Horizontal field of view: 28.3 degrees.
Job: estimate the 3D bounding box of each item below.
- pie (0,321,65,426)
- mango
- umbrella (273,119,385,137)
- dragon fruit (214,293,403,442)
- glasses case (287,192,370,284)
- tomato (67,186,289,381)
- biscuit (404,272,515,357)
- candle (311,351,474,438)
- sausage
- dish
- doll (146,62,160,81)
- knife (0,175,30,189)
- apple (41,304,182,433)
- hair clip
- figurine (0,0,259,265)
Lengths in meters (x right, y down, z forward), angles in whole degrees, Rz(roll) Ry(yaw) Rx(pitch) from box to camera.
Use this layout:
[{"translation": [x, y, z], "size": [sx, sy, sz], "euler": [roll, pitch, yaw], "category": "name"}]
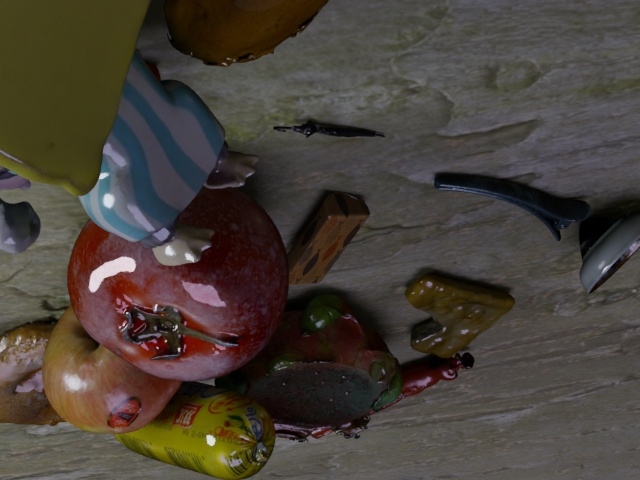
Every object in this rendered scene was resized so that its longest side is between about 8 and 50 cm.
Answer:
[{"translation": [-0.395, 0.207, 1.900], "size": [0.274, 0.069, 0.273], "euler": [-11, 147, -7], "category": "pie"}, {"translation": [-0.069, -0.262, 1.227], "size": [0.156, 0.151, 0.249], "euler": [41, 137, -10], "category": "mango"}, {"translation": [0.010, -0.133, 1.531], "size": [0.149, 0.022, 0.022], "euler": [1, 109, -28], "category": "umbrella"}, {"translation": [-0.020, 0.196, 1.905], "size": [0.295, 0.130, 0.268], "euler": [13, 141, -28], "category": "dragon fruit"}, {"translation": [0.000, 0.000, 1.701], "size": [0.065, 0.041, 0.170], "euler": [-2, 147, -29], "category": "glasses case"}, {"translation": [-0.167, 0.039, 1.557], "size": [0.270, 0.227, 0.270], "euler": [5, 133, 6], "category": "tomato"}, {"translation": [0.181, 0.116, 1.913], "size": [0.174, 0.039, 0.183], "euler": [11, 141, -28], "category": "biscuit"}, {"translation": [0.104, 0.254, 2.095], "size": [0.329, 0.048, 0.051], "euler": [-29, 100, 28], "category": "candle"}, {"translation": [-0.188, 0.261, 1.800], "size": [0.347, 0.123, 0.123], "euler": [6, 163, 46], "category": "sausage"}, {"translation": [0.396, -0.002, 1.766], "size": [0.141, 0.078, 0.141], "euler": [-41, 165, -14], "category": "dish"}, {"translation": [-0.254, -0.133, 1.436], "size": [0.104, 0.062, 0.195], "euler": [4, 140, -48], "category": "doll"}, {"translation": [-0.482, -0.136, 1.399], "size": [0.399, 0.038, 0.132], "euler": [20, 140, -36], "category": "knife"}, {"translation": [-0.279, 0.168, 1.737], "size": [0.210, 0.209, 0.164], "euler": [-16, 138, 11], "category": "apple"}, {"translation": [0.252, -0.057, 1.683], "size": [0.230, 0.039, 0.070], "euler": [19, 137, -27], "category": "hair clip"}, {"translation": [-0.317, -0.133, 1.280], "size": [0.378, 0.266, 0.361], "euler": [-3, 138, 48], "category": "figurine"}]
